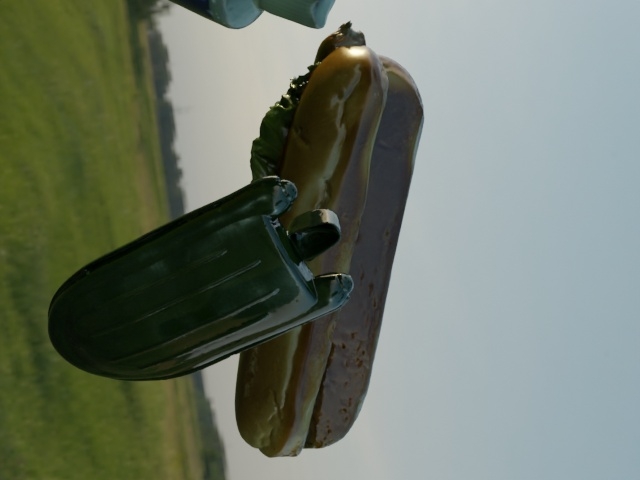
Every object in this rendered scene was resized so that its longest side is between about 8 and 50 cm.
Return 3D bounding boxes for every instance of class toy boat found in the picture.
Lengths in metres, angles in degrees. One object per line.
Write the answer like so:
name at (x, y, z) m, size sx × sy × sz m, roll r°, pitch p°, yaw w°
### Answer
toy boat at (-0.082, 0.034, 0.766) m, size 0.104 × 0.210 × 0.052 m, roll 57°, pitch 18°, yaw -27°

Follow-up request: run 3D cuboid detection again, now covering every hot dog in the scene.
hot dog at (0.000, 0.000, 0.937) m, size 0.135 × 0.100 × 0.337 m, roll 3°, pitch 99°, yaw -57°

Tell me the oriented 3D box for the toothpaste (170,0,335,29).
toothpaste at (-0.111, -0.148, 0.501) m, size 0.047 × 0.268 × 0.069 m, roll -66°, pitch 163°, yaw 10°
